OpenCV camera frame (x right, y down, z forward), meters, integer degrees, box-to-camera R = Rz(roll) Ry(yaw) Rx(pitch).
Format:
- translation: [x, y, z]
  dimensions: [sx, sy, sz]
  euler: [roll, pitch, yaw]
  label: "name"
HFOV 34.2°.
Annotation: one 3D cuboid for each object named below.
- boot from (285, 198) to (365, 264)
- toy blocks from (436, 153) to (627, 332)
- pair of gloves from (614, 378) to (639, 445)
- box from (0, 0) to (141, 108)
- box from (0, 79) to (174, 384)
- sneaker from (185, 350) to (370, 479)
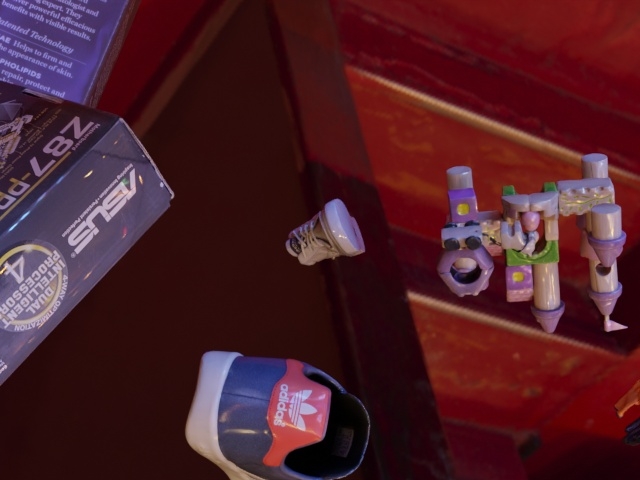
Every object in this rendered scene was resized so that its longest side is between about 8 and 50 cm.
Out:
- translation: [0.000, 0.000, 1.792]
  dimensions: [0.123, 0.095, 0.258]
  euler: [-18, 168, 6]
  label: "boot"
- translation: [0.333, 0.043, 1.625]
  dimensions: [0.289, 0.309, 0.260]
  euler: [-4, 113, 9]
  label: "toy blocks"
- translation: [0.250, 0.115, 0.768]
  dimensions: [0.010, 0.083, 0.074]
  euler: [40, 109, -4]
  label: "pair of gloves"
- translation: [-0.307, -0.193, 1.154]
  dimensions: [0.143, 0.381, 0.191]
  euler: [23, 160, -10]
  label: "box"
- translation: [-0.346, 0.038, 0.759]
  dimensions: [0.395, 0.318, 0.097]
  euler: [-51, 134, -24]
  label: "box"
- translation: [-0.017, 0.201, 1.064]
  dimensions: [0.148, 0.131, 0.350]
  euler: [6, 166, 13]
  label: "sneaker"
